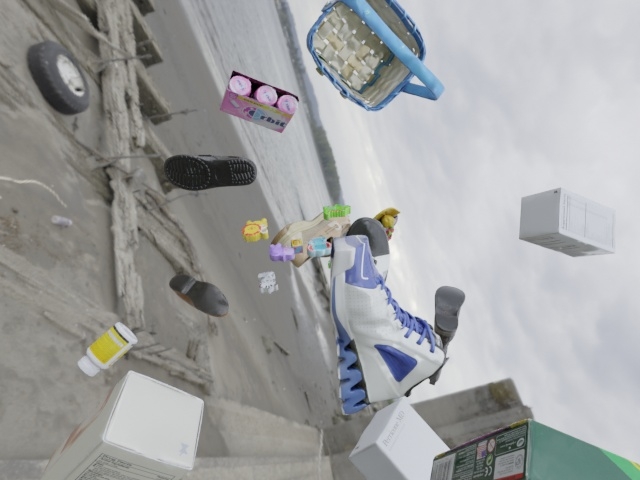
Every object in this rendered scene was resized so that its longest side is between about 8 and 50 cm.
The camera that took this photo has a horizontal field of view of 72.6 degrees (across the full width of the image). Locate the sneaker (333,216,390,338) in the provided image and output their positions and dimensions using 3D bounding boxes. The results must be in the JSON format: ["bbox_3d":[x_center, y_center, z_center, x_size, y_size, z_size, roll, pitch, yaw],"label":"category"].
[{"bbox_3d":[0.099,0.113,1.028,0.146,0.122,0.331,-66,163,-79],"label":"sneaker"}]

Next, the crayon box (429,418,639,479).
[{"bbox_3d":[0.419,0.477,0.801,0.363,0.313,0.106,110,3,-53],"label":"crayon box"}]

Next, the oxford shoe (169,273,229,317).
[{"bbox_3d":[-0.318,0.158,1.183,0.212,0.076,0.076,24,-34,33],"label":"oxford shoe"}]

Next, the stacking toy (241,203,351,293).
[{"bbox_3d":[-0.040,0.020,0.901,0.052,0.221,0.167,-109,-169,-47],"label":"stacking toy"}]

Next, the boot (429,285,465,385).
[{"bbox_3d":[0.380,0.292,1.374,0.263,0.091,0.229,-52,151,-52],"label":"boot"}]

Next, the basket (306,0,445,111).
[{"bbox_3d":[0.103,-0.381,0.873,0.254,0.201,0.289,37,5,-24],"label":"basket"}]

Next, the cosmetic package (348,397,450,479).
[{"bbox_3d":[0.335,0.778,1.413,0.453,0.161,0.230,46,38,7],"label":"cosmetic package"}]

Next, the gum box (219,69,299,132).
[{"bbox_3d":[-0.157,-0.358,1.142,0.107,0.188,0.062,151,-48,-64],"label":"gum box"}]

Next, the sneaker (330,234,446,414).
[{"bbox_3d":[0.111,0.138,0.727,0.127,0.182,0.316,-89,173,-73],"label":"sneaker"}]

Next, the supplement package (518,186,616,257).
[{"bbox_3d":[0.723,-0.047,1.275,0.134,0.244,0.139,-17,-120,64],"label":"supplement package"}]

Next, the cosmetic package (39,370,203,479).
[{"bbox_3d":[-0.348,0.372,0.741,0.153,0.296,0.129,36,25,-25],"label":"cosmetic package"}]

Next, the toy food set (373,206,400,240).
[{"bbox_3d":[0.231,-0.027,1.581,0.071,0.128,0.218,57,-28,26],"label":"toy food set"}]

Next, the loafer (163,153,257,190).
[{"bbox_3d":[-0.247,-0.157,1.001,0.078,0.220,0.080,-71,165,-73],"label":"loafer"}]

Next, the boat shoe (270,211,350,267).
[{"bbox_3d":[0.000,0.000,1.207,0.110,0.122,0.341,46,33,14],"label":"boat shoe"}]

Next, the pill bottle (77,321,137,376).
[{"bbox_3d":[-0.477,0.245,0.974,0.065,0.116,0.065,42,-16,15],"label":"pill bottle"}]
